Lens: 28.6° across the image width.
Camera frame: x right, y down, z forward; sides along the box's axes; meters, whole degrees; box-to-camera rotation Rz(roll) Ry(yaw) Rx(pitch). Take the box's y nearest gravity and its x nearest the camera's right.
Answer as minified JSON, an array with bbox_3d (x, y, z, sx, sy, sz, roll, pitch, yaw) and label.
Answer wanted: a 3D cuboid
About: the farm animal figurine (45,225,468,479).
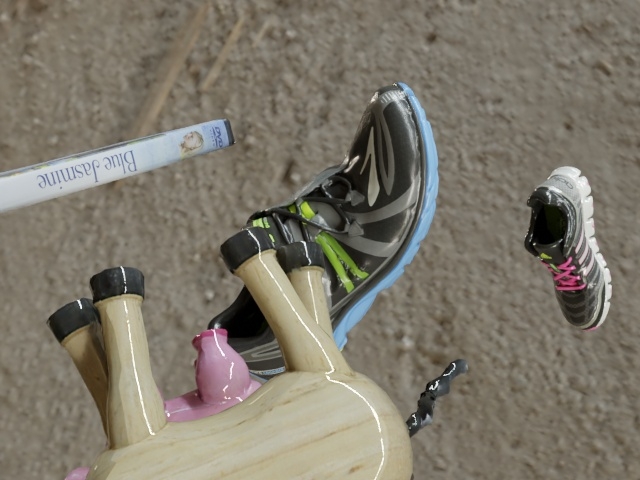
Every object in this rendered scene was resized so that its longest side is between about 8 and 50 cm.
[{"bbox_3d":[-0.144,0.141,0.451,0.330,0.326,0.172,-38,63,40],"label":"farm animal figurine"}]

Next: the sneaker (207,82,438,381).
[{"bbox_3d":[0.000,0.000,0.672,0.188,0.078,0.067,-58,33,22],"label":"sneaker"}]

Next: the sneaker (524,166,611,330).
[{"bbox_3d":[0.245,0.014,1.274,0.063,0.074,0.170,-1,104,47],"label":"sneaker"}]

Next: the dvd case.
[{"bbox_3d":[-0.202,-0.033,0.808,0.180,0.253,0.022,-8,100,42],"label":"dvd case"}]
